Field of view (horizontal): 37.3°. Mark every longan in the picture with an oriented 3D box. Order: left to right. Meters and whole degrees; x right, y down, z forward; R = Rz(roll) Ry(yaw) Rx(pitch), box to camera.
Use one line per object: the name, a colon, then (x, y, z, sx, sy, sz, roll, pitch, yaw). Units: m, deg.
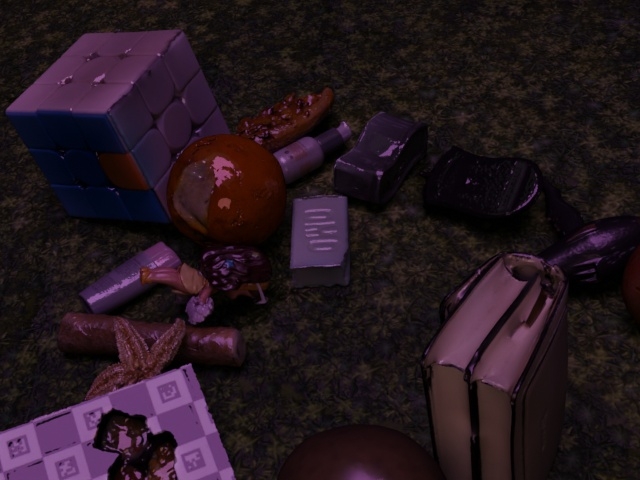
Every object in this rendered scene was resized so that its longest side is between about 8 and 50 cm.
longan: (0.057, 0.380, 1.318, 0.257, 0.258, 0.258, -5, 44, 5)

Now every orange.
orange: (-0.183, -0.090, 1.843, 0.239, 0.240, 0.240, -5, 44, 5)

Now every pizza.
pizza: (-0.093, -0.257, 2.080, 0.305, 0.086, 0.161, -39, 29, -26)

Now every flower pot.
flower pot: (0.127, -0.171, 1.964, 0.108, 0.103, 0.229, 19, 51, 25)

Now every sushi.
sushi: (-0.312, 0.406, 1.474, 0.359, 0.064, 0.343, -19, 60, -13)

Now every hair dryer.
hair dryer: (0.429, -0.022, 1.790, 0.303, 0.120, 0.359, -23, 33, 7)

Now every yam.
yam: (-0.305, 0.178, 1.712, 0.356, 0.081, 0.081, 3, 46, 12)

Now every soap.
soap: (0.000, 0.000, 1.842, 0.114, 0.063, 0.198, -4, 45, 4)

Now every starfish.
starfish: (-0.314, 0.224, 1.618, 0.216, 0.071, 0.238, 42, 74, 15)

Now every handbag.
handbag: (0.262, 0.218, 1.360, 0.160, 0.359, 0.237, 21, 52, 30)

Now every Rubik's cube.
Rubik's cube: (-0.405, -0.236, 1.965, 0.291, 0.290, 0.291, 4, 45, 31)

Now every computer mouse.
computer mouse: (0.314, -0.099, 1.868, 0.264, 0.088, 0.147, 18, 70, 32)

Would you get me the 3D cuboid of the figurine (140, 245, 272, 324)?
figurine: (-0.207, 0.071, 1.741, 0.239, 0.116, 0.175, -10, 16, -13)

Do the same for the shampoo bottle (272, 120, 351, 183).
shampoo bottle: (-0.017, -0.190, 2.033, 0.192, 0.074, 0.074, -30, 47, -22)

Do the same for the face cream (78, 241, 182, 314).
face cream: (-0.368, 0.077, 1.839, 0.198, 0.057, 0.084, -32, 49, -24)

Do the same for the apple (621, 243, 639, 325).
apple: (0.599, 0.069, 1.572, 0.188, 0.174, 0.188, 0, 61, 0)
